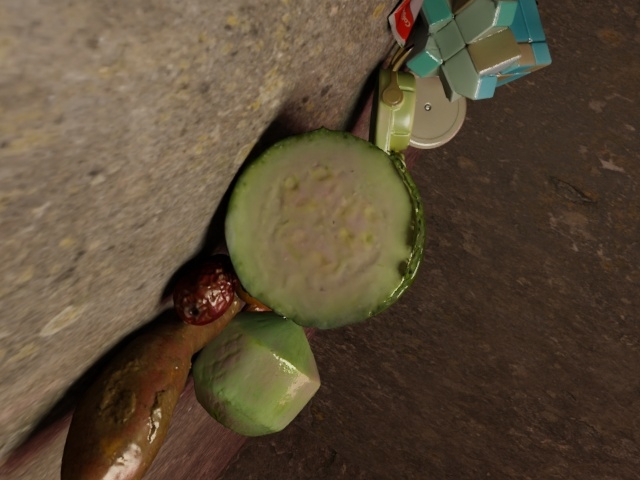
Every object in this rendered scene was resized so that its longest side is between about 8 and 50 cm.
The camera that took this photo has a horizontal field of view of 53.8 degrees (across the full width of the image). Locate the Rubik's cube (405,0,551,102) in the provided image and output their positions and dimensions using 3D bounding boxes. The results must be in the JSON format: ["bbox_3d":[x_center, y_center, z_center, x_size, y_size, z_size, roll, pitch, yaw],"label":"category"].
[{"bbox_3d":[0.288,-0.394,1.186,0.213,0.265,0.224,-16,179,-37],"label":"Rubik's cube"}]

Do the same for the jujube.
[{"bbox_3d":[-0.143,0.059,0.824,0.077,0.077,0.129,-62,178,23],"label":"jujube"}]

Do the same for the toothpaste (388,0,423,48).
[{"bbox_3d":[0.207,-0.464,1.072,0.301,0.048,0.075,-54,176,-9],"label":"toothpaste"}]

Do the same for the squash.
[{"bbox_3d":[0.030,-0.007,0.950,0.263,0.263,0.384,-59,171,4],"label":"squash"}]

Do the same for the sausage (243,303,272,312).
[{"bbox_3d":[-0.110,0.130,1.352,0.062,0.054,0.183,-64,167,19],"label":"sausage"}]

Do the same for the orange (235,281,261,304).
[{"bbox_3d":[-0.107,0.066,1.057,0.085,0.085,0.085,-56,172,-13],"label":"orange"}]

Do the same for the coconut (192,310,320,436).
[{"bbox_3d":[-0.115,0.226,1.147,0.236,0.236,0.204,-57,137,-7],"label":"coconut"}]

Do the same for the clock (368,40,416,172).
[{"bbox_3d":[0.134,-0.247,1.164,0.170,0.069,0.232,-85,-179,-69],"label":"clock"}]

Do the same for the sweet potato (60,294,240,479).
[{"bbox_3d":[-0.203,0.162,0.767,0.109,0.109,0.385,-63,-179,32],"label":"sweet potato"}]

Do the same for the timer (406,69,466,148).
[{"bbox_3d":[0.214,-0.304,1.467,0.175,0.175,0.266,-59,-170,5],"label":"timer"}]
